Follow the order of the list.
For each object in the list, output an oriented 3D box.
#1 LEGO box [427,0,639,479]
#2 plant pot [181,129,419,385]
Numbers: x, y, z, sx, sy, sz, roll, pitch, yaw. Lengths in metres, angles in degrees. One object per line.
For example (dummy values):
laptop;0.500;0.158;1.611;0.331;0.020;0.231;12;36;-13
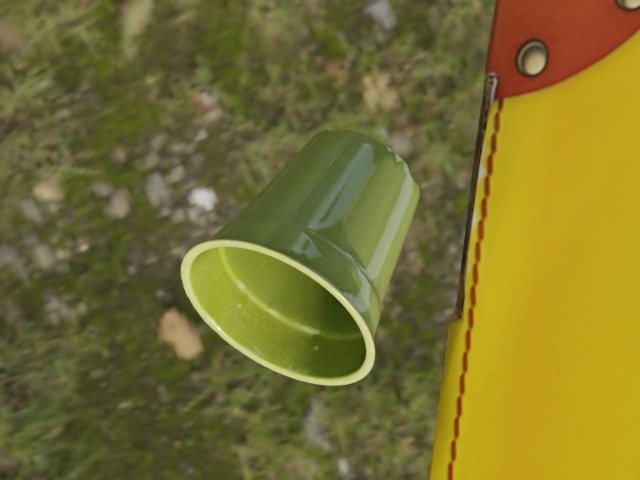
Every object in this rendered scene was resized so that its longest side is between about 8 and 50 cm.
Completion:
LEGO box;0.259;0.117;0.316;0.193;0.500;0.372;17;80;-50
plant pot;0.000;0.000;0.756;0.083;0.083;0.079;45;56;-22
